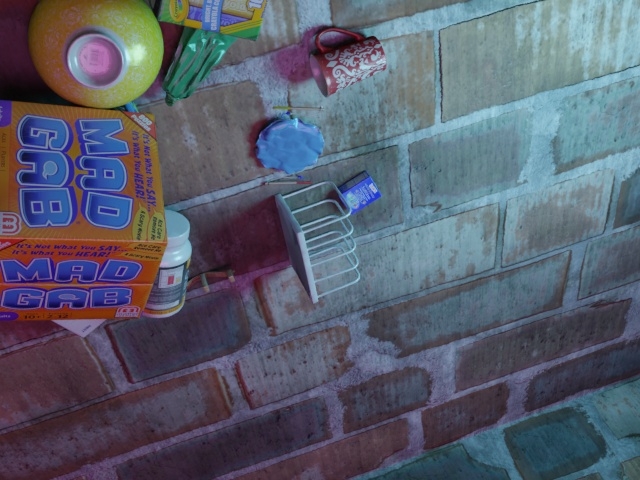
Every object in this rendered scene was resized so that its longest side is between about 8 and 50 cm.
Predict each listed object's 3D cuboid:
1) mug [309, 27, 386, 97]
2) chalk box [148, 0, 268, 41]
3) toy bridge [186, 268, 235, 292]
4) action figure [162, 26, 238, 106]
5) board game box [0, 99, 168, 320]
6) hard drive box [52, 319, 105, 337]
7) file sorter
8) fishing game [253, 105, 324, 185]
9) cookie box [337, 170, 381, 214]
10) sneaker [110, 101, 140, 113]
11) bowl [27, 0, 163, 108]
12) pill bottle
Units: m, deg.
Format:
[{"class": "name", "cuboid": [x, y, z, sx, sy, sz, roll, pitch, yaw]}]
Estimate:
[{"class": "mug", "cuboid": [0.069, -0.454, 1.824, 0.169, 0.113, 0.150, -22, 134, -8]}, {"class": "chalk box", "cuboid": [-0.263, -0.563, 1.546, 0.289, 0.180, 0.179, 5, 125, -28]}, {"class": "toy bridge", "cuboid": [-0.342, 0.123, 2.160, 0.188, 0.063, 0.026, -21, 133, -3]}, {"class": "action figure", "cuboid": [-0.308, -0.417, 1.728, 0.137, 0.063, 0.232, 20, 114, -36]}, {"class": "board game box", "cuboid": [-0.570, -0.055, 1.657, 0.356, 0.356, 0.356, 1, 147, -24]}, {"class": "hard drive box", "cuboid": [-0.682, 0.143, 2.019, 0.181, 0.089, 0.232, -37, 131, 10]}, {"class": "file sorter", "cuboid": [0.000, 0.000, 2.117, 0.173, 0.193, 0.277, -20, 133, -10]}, {"class": "fishing game", "cuboid": [-0.085, -0.257, 1.971, 0.189, 0.041, 0.264, -4, 135, -10]}, {"class": "cookie box", "cuboid": [0.112, -0.140, 2.146, 0.107, 0.040, 0.092, -31, 132, 5]}, {"class": "sneaker", "cuboid": [-0.474, -0.288, 1.771, 0.078, 0.067, 0.188, -18, 128, 2]}, {"class": "bowl", "cuboid": [-0.480, -0.405, 1.570, 0.289, 0.156, 0.289, -7, 119, -12]}, {"class": "pill bottle", "cuboid": [-0.439, 0.064, 2.005, 0.162, 0.162, 0.278, -1, 128, -22]}]
